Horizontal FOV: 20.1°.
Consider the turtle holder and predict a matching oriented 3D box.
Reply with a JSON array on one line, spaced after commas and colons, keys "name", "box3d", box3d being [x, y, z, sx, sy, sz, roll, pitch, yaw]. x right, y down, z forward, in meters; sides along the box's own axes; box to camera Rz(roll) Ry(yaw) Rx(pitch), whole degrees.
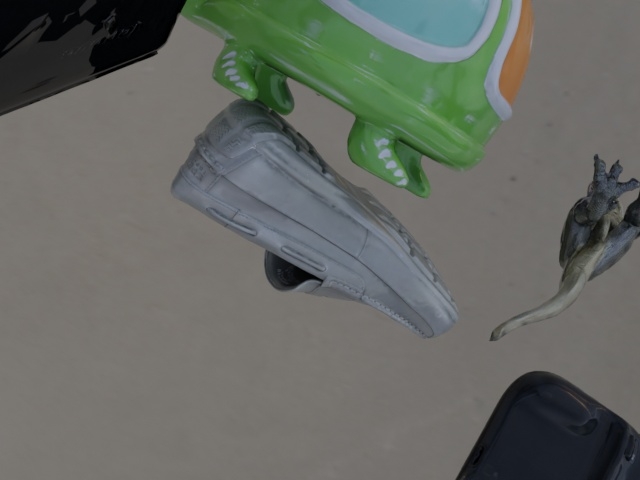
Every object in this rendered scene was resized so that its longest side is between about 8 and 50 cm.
[{"name": "turtle holder", "box3d": [0.026, -0.196, 1.466, 0.227, 0.320, 0.243, -60, 151, 5]}]

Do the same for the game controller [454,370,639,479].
[{"name": "game controller", "box3d": [0.186, 0.284, 1.701, 0.166, 0.067, 0.319, 32, 75, -6]}]

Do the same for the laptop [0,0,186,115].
[{"name": "laptop", "box3d": [-0.238, -0.273, 1.109, 0.382, 0.236, 0.408, -27, 103, -40]}]

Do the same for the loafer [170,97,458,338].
[{"name": "loafer", "box3d": [0.000, 0.000, 1.558, 0.111, 0.112, 0.319, -43, 125, 10]}]

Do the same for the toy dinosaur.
[{"name": "toy dinosaur", "box3d": [0.204, -0.010, 1.313, 0.064, 0.268, 0.118, 37, 119, 8]}]
